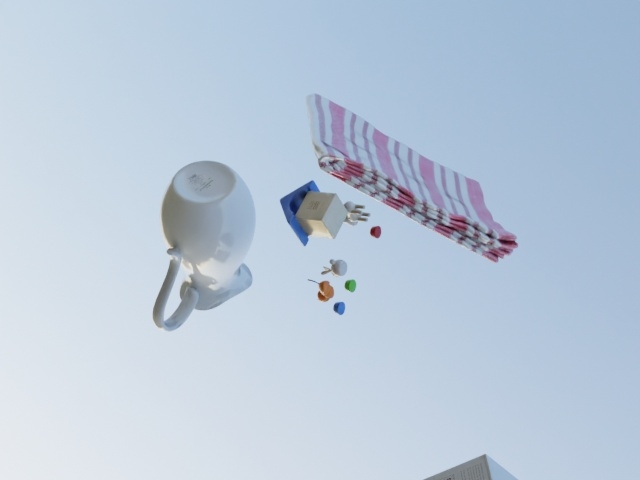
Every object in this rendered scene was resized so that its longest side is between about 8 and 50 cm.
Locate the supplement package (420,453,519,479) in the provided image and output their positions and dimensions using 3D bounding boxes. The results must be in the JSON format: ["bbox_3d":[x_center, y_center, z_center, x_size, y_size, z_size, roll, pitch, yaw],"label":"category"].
[{"bbox_3d":[0.225,0.424,1.121,0.145,0.262,0.204,-29,-138,23],"label":"supplement package"}]

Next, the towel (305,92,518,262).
[{"bbox_3d":[0.076,-0.061,0.794,0.029,0.197,0.144,-56,-159,21],"label":"towel"}]

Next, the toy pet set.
[{"bbox_3d":[0.000,0.000,1.009,0.065,0.114,0.122,6,-125,35],"label":"toy pet set"}]

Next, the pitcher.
[{"bbox_3d":[-0.162,0.013,1.194,0.125,0.178,0.207,26,-40,21],"label":"pitcher"}]
